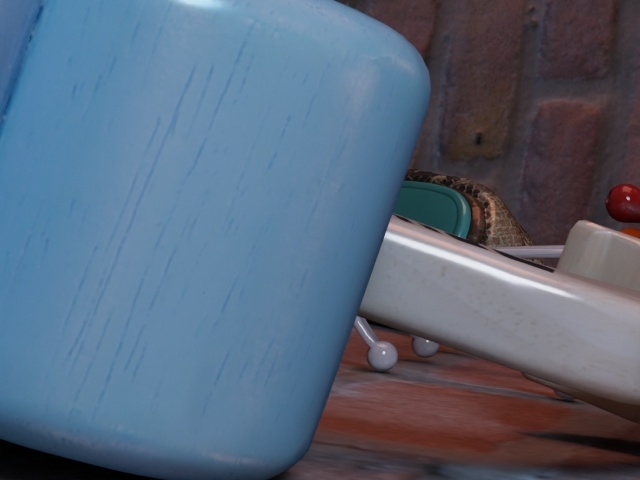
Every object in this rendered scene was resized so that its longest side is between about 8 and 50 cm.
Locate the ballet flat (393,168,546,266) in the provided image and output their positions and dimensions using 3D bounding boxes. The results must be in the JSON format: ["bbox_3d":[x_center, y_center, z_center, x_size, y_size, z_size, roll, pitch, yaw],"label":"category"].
[{"bbox_3d":[0.000,0.000,1.525,0.483,0.164,0.182,16,-14,43],"label":"ballet flat"}]

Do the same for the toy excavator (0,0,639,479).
[{"bbox_3d":[-0.018,0.000,0.635,0.445,0.222,0.433,21,3,8],"label":"toy excavator"}]

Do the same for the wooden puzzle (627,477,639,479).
[{"bbox_3d":[0.131,0.092,0.597,0.079,0.014,0.116,3,-2,37],"label":"wooden puzzle"}]

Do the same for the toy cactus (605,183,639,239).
[{"bbox_3d":[0.246,-0.006,0.855,0.180,0.112,0.219,29,-20,-10],"label":"toy cactus"}]

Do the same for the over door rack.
[{"bbox_3d":[0.203,0.028,1.071,0.324,0.108,0.239,-13,-3,16],"label":"over door rack"}]
